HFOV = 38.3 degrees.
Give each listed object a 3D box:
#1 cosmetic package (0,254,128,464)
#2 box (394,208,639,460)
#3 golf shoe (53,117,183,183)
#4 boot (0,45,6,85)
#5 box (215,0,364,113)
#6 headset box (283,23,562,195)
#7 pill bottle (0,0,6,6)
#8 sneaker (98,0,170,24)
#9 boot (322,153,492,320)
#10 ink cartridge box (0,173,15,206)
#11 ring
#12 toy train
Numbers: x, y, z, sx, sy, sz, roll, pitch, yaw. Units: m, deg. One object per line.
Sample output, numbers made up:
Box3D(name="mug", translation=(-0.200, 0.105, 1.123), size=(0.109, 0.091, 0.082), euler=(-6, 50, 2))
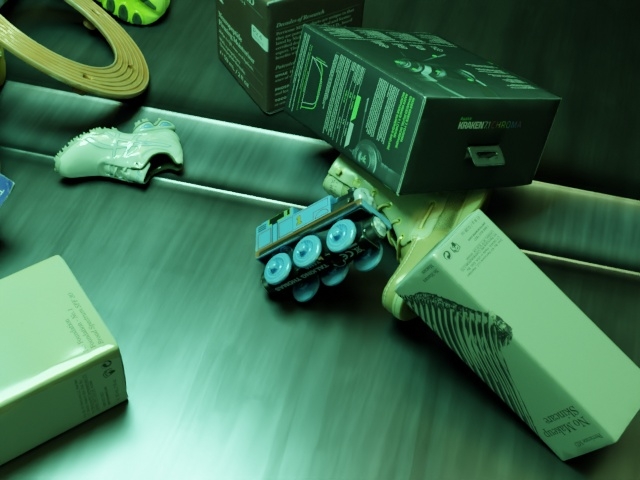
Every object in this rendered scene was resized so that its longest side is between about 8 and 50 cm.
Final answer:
Box3D(name="cosmetic package", translation=(-0.383, 0.159, 0.990), size=(0.309, 0.113, 0.160), euler=(-27, 56, -25))
Box3D(name="box", translation=(0.221, 0.106, 1.018), size=(0.275, 0.113, 0.094), euler=(45, 60, 5))
Box3D(name="golf shoe", translation=(-0.273, -0.111, 1.263), size=(0.176, 0.069, 0.086), euler=(-19, 59, -18))
Box3D(name="boot", translation=(-0.484, -0.209, 1.292), size=(0.104, 0.295, 0.211), euler=(-15, 10, 5))
Box3D(name="box", translation=(-0.049, -0.335, 1.379), size=(0.167, 0.203, 0.168), euler=(-23, 54, -22))
Box3D(name="headset box", translation=(0.136, -0.175, 1.216), size=(0.246, 0.131, 0.283), euler=(-7, 32, -37))
Box3D(name="pill bottle", translation=(-0.544, -0.443, 1.493), size=(0.119, 0.119, 0.208), euler=(16, 49, 9))
Box3D(name="sneaker", translation=(-0.372, -0.468, 1.506), size=(0.295, 0.109, 0.123), euler=(40, 33, -11))
Box3D(name="boot", translation=(0.086, -0.024, 1.191), size=(0.203, 0.095, 0.262), euler=(25, 50, 16))
Box3D(name="ink cartridge box", translation=(-0.525, -0.039, 1.134), size=(0.224, 0.045, 0.223), euler=(29, 80, 20))
Box3D(name="ring", translation=(-0.398, -0.315, 1.335), size=(0.336, 0.032, 0.336), euler=(34, 23, -17))
Box3D(name="toy train", translation=(0.000, 0.000, 1.125), size=(0.184, 0.080, 0.105), euler=(-28, 47, 29))
